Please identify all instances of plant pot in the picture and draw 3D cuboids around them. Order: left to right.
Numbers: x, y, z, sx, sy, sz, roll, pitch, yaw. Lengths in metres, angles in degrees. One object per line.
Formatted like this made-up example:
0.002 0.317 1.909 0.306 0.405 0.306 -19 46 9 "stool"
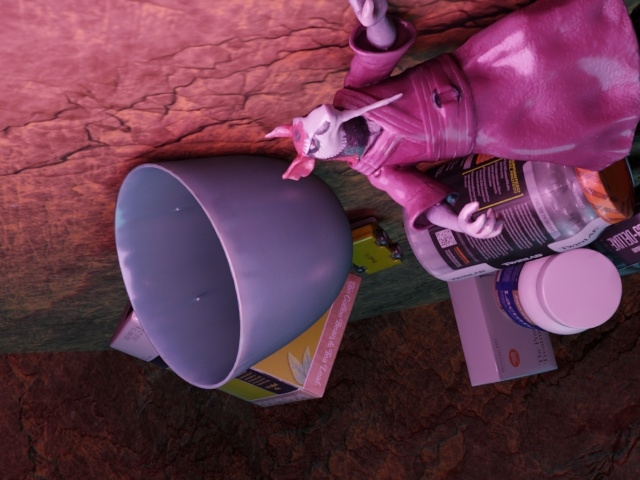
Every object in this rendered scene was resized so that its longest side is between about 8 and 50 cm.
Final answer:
-0.100 0.018 0.989 0.235 0.292 0.293 -19 176 -39 "plant pot"

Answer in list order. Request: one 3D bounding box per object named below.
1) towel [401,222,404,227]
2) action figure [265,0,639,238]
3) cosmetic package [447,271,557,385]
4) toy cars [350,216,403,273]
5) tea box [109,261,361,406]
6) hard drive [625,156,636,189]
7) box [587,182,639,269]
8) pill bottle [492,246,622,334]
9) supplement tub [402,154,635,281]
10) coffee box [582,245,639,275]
0.305 -0.048 1.621 0.237 0.021 0.102 -5 166 -25 "towel"
0.125 -0.147 0.739 0.371 0.248 0.275 -12 -165 2 "action figure"
0.469 0.174 1.933 0.285 0.377 0.097 -1 164 -42 "cosmetic package"
0.000 0.000 1.443 0.394 0.087 0.176 0 153 -27 "toy cars"
-0.158 0.128 1.273 0.324 0.219 0.329 26 157 -14 "tea box"
0.494 -0.093 1.411 0.203 0.040 0.307 -16 158 24 "hard drive"
0.579 -0.098 1.132 0.307 0.076 0.242 -42 175 -15 "box"
0.397 0.081 1.250 0.153 0.153 0.264 -10 176 -1 "pill bottle"
0.303 -0.061 1.146 0.316 0.193 0.194 -20 165 39 "supplement tub"
0.541 0.007 1.464 0.297 0.118 0.168 -16 157 26 "coffee box"
